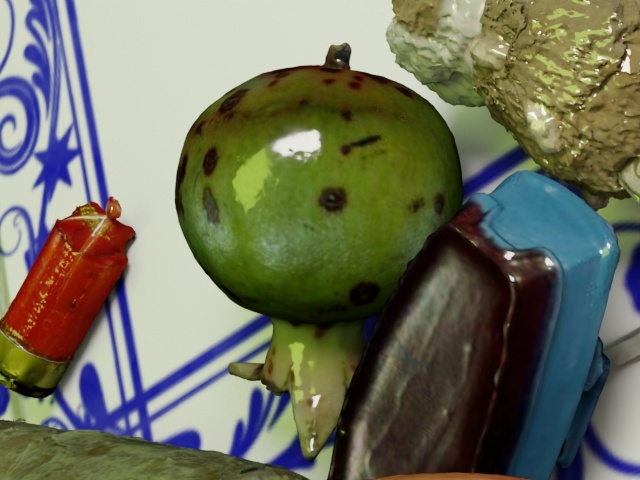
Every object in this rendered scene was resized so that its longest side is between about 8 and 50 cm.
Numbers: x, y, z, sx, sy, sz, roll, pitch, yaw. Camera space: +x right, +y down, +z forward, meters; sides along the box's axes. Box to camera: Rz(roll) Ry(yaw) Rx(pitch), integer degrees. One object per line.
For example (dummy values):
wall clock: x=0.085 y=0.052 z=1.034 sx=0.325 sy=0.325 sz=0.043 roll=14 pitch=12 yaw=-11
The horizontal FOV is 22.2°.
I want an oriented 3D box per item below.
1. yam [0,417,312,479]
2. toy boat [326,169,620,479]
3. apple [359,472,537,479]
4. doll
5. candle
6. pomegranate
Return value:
yam: x=-0.116 y=0.176 z=0.811 sx=0.304 sy=0.168 sz=0.168 roll=2 pitch=81 yaw=44
toy boat: x=0.068 y=0.075 z=0.708 sx=0.100 sy=0.097 sz=0.223 roll=43 pitch=126 yaw=38
apple: x=0.029 y=0.250 z=0.500 sx=0.364 sy=0.364 sz=0.364 roll=-14 pitch=69 yaw=42
doll: x=0.112 y=-0.074 z=0.689 sx=0.115 sy=0.105 sz=0.221 roll=-40 pitch=43 yaw=2
candle: x=-0.153 y=0.029 z=0.972 sx=0.052 sy=0.052 sz=0.130 roll=44 pitch=110 yaw=42
pomegranate: x=0.005 y=-0.004 z=0.774 sx=0.148 sy=0.148 sz=0.169 roll=18 pitch=130 yaw=46
